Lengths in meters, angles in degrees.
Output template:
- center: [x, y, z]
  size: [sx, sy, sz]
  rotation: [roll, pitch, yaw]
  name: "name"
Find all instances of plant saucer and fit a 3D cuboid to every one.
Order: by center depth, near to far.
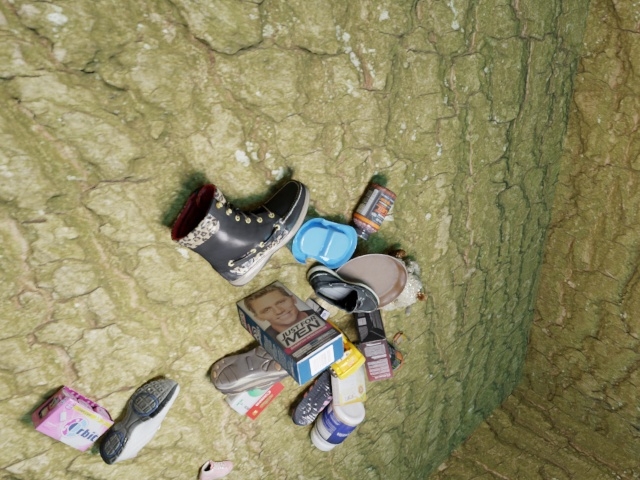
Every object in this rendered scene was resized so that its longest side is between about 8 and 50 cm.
- center: [0.180, 0.156, 1.783]
  size: [0.311, 0.050, 0.310]
  rotation: [-6, 131, -6]
  name: "plant saucer"

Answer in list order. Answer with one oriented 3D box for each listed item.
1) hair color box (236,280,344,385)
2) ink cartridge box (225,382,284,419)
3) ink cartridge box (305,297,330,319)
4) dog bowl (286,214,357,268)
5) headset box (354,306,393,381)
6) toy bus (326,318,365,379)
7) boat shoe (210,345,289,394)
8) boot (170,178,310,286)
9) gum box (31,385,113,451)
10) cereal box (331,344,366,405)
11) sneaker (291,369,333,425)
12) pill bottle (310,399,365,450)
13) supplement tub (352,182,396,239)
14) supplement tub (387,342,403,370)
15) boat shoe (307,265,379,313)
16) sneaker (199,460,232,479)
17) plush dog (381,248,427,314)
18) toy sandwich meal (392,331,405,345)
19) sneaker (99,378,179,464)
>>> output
- center: [-0.102, 0.280, 1.463]
  size: [0.174, 0.347, 0.105]
  rotation: [-27, 129, -29]
  name: "hair color box"
- center: [-0.231, 0.588, 1.742]
  size: [0.181, 0.056, 0.224]
  rotation: [-44, 134, -14]
  name: "ink cartridge box"
- center: [-0.060, 0.327, 1.712]
  size: [0.046, 0.097, 0.207]
  rotation: [33, 89, -47]
  name: "ink cartridge box"
- center: [0.000, 0.000, 1.597]
  size: [0.297, 0.074, 0.165]
  rotation: [12, 104, -45]
  name: "dog bowl"
- center: [0.222, 0.428, 1.927]
  size: [0.110, 0.218, 0.293]
  rotation: [-12, 128, 4]
  name: "headset box"
- center: [0.042, 0.389, 1.761]
  size: [0.150, 0.220, 0.211]
  rotation: [-36, 127, -15]
  name: "toy bus"
- center: [-0.200, 0.446, 1.612]
  size: [0.356, 0.132, 0.130]
  rotation: [-10, 138, -12]
  name: "boat shoe"
- center: [-0.219, -0.070, 1.320]
  size: [0.377, 0.138, 0.284]
  rotation: [-50, 137, -1]
  name: "boot"
- center: [-0.681, 0.489, 1.267]
  size: [0.107, 0.062, 0.188]
  rotation: [-44, 135, -15]
  name: "gum box"
- center: [0.116, 0.566, 1.956]
  size: [0.173, 0.047, 0.239]
  rotation: [10, 70, -45]
  name: "cereal box"
- center: [-0.008, 0.657, 1.968]
  size: [0.319, 0.112, 0.131]
  rotation: [-36, 169, -33]
  name: "sneaker"
- center: [0.069, 0.799, 2.023]
  size: [0.153, 0.153, 0.264]
  rotation: [0, 132, -42]
  name: "pill bottle"
- center: [0.188, -0.103, 1.684]
  size: [0.106, 0.106, 0.197]
  rotation: [26, 95, -47]
  name: "supplement tub"
- center: [0.308, 0.542, 2.155]
  size: [0.117, 0.117, 0.190]
  rotation: [-55, 137, -3]
  name: "supplement tub"
- center: [0.098, 0.211, 1.708]
  size: [0.127, 0.113, 0.340]
  rotation: [-40, 125, 20]
  name: "boat shoe"
- center: [-0.394, 0.864, 1.751]
  size: [0.135, 0.051, 0.070]
  rotation: [-9, 124, -34]
  name: "sneaker"
- center: [0.315, 0.163, 1.914]
  size: [0.225, 0.211, 0.262]
  rotation: [41, 83, -23]
  name: "plush dog"
- center: [0.386, 0.483, 2.254]
  size: [0.086, 0.029, 0.085]
  rotation: [-21, 126, -32]
  name: "toy sandwich meal"
- center: [-0.541, 0.549, 1.421]
  size: [0.297, 0.111, 0.129]
  rotation: [-48, 152, -4]
  name: "sneaker"
